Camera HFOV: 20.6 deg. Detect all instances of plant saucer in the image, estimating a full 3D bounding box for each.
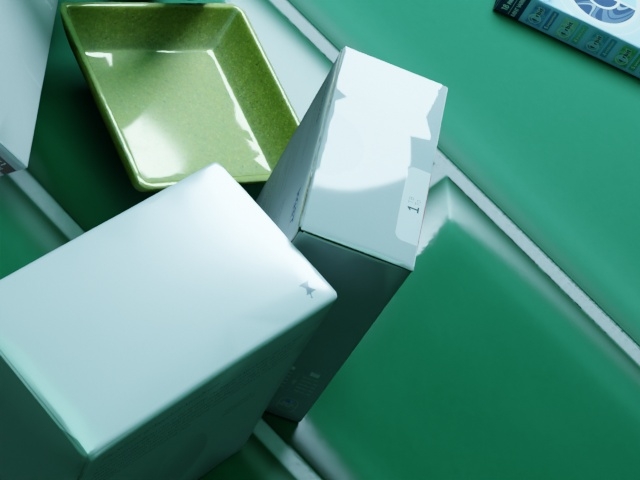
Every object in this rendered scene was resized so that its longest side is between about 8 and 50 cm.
[{"bbox_3d":[-0.114,-0.112,1.468,0.188,0.045,0.188,-6,60,-39],"label":"plant saucer"}]

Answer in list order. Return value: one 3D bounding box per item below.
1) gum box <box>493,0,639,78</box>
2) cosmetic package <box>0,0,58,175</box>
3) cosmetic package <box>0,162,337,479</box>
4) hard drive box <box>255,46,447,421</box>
[{"bbox_3d":[0.276,-0.254,1.755,0.184,0.041,0.157,24,51,-6],"label":"gum box"},{"bbox_3d":[-0.285,-0.167,1.380,0.127,0.107,0.238,49,37,-43],"label":"cosmetic package"},{"bbox_3d":[-0.140,0.096,1.212,0.224,0.224,0.138,-32,74,-37],"label":"cosmetic package"},{"bbox_3d":[0.000,0.000,1.335,0.089,0.232,0.181,21,52,-9],"label":"hard drive box"}]
